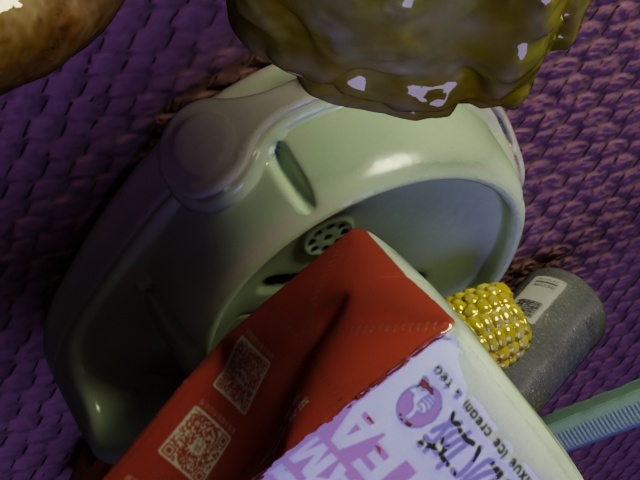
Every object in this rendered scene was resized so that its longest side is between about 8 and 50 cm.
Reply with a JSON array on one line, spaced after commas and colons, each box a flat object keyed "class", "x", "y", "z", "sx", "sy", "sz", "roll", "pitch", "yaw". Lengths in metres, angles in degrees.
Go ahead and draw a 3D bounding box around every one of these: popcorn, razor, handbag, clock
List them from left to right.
[{"class": "handbag", "x": -0.026, "y": 0.154, "z": 1.038, "sx": 0.298, "sy": 0.151, "sz": 0.171, "roll": -39, "pitch": 119, "yaw": 0}, {"class": "clock", "x": 0.000, "y": 0.000, "z": 1.160, "sx": 0.265, "sy": 0.108, "sz": 0.324, "roll": -2, "pitch": 139, "yaw": -38}, {"class": "popcorn", "x": 0.034, "y": -0.171, "z": 0.864, "sx": 0.192, "sy": 0.233, "sz": 0.266, "roll": -2, "pitch": 180, "yaw": -2}, {"class": "razor", "x": 0.182, "y": 0.132, "z": 1.413, "sx": 0.278, "sy": 0.056, "sz": 0.111, "roll": -17, "pitch": -160, "yaw": 31}]

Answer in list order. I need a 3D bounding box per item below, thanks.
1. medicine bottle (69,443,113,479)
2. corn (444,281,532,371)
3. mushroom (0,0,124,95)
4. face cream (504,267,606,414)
[{"class": "medicine bottle", "x": -0.044, "y": 0.179, "z": 1.344, "sx": 0.222, "sy": 0.149, "sz": 0.112, "roll": -4, "pitch": 142, "yaw": -37}, {"class": "corn", "x": 0.033, "y": 0.092, "z": 1.153, "sx": 0.206, "sy": 0.067, "sz": 0.067, "roll": -30, "pitch": 150, "yaw": -8}, {"class": "mushroom", "x": -0.177, "y": -0.115, "z": 0.800, "sx": 0.286, "sy": 0.151, "sz": 0.156, "roll": -3, "pitch": 142, "yaw": -37}, {"class": "face cream", "x": 0.103, "y": 0.120, "z": 1.340, "sx": 0.283, "sy": 0.073, "sz": 0.073, "roll": -42, "pitch": 163, "yaw": -41}]
